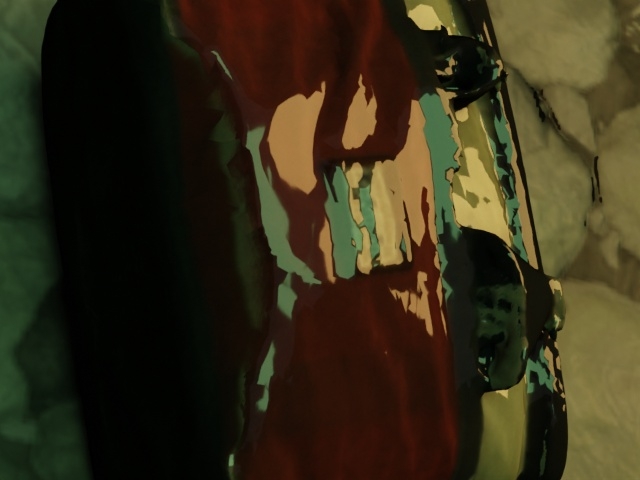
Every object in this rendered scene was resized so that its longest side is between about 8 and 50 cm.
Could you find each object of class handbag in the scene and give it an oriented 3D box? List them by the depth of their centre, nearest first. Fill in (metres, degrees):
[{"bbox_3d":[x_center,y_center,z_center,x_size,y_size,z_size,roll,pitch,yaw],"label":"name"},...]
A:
[{"bbox_3d":[0.000,0.000,0.686,0.181,0.181,0.254,-7,81,-28],"label":"handbag"}]
